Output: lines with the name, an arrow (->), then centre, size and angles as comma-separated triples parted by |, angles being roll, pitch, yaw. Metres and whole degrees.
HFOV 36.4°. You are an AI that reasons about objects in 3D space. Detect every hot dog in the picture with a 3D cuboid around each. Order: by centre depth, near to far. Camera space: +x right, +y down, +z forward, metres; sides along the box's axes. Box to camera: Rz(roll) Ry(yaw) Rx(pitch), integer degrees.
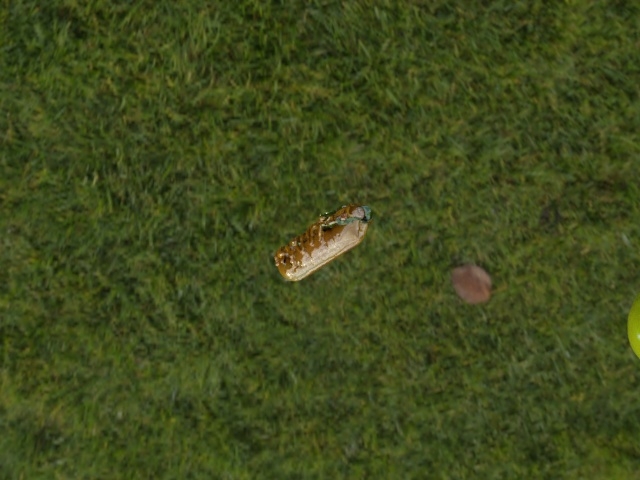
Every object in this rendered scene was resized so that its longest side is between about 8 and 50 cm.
hot dog -> 0.000, 0.000, 1.301 | 0.055, 0.072, 0.188 | 41, 135, -17

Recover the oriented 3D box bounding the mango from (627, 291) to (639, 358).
mango -> 0.527, 0.099, 1.222 | 0.273, 0.185, 0.149 | -13, 89, 14
